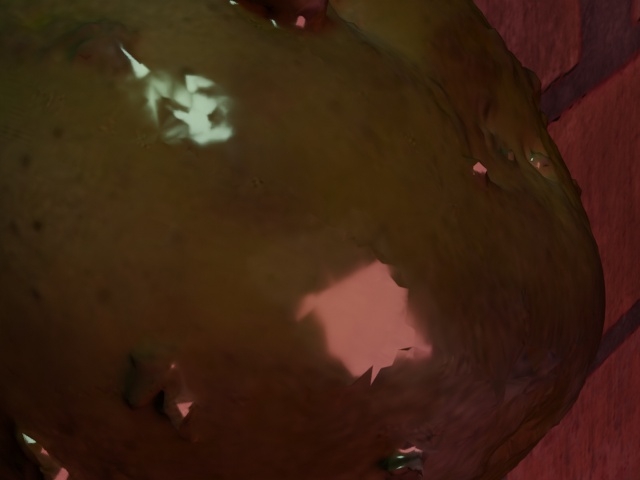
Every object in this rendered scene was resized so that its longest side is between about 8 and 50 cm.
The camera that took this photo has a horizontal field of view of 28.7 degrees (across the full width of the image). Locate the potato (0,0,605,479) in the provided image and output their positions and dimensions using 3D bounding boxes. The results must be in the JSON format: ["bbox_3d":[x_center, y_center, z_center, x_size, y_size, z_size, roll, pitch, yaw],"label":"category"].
[{"bbox_3d":[0.000,0.000,0.717,0.442,0.319,0.385,-8,114,-51],"label":"potato"}]
